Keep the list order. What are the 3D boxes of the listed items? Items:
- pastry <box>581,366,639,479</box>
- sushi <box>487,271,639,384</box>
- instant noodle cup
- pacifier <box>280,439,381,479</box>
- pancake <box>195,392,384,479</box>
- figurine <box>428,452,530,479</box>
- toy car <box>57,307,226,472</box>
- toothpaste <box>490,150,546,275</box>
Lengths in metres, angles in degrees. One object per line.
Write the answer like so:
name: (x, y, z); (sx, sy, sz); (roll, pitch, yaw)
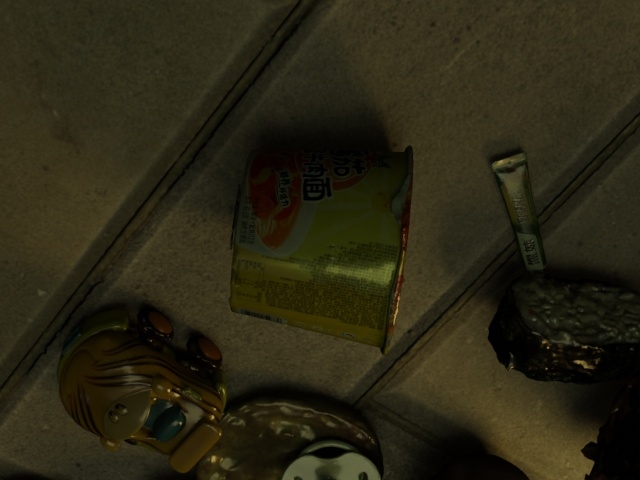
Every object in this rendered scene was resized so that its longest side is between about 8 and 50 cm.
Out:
pastry: (0.558, 0.273, 1.394); (0.405, 0.292, 0.337); (-41, 137, 15)
sushi: (0.347, 0.130, 1.396); (0.225, 0.124, 0.127); (6, 138, -14)
instant noodle cup: (0.000, 0.000, 1.243); (0.200, 0.264, 0.264); (7, 120, 2)
pacifier: (0.015, 0.359, 1.463); (0.150, 0.116, 0.127); (3, 96, 0)
pancake: (-0.046, 0.340, 1.542); (0.294, 0.049, 0.294); (-1, 122, -1)
figurine: (0.170, 0.464, 1.544); (0.365, 0.206, 0.218); (-29, 105, 14)
toy car: (-0.246, 0.217, 1.395); (0.248, 0.142, 0.200); (31, 112, -23)
toothpaste: (0.275, -0.027, 1.364); (0.049, 0.031, 0.204); (-18, 119, 4)
